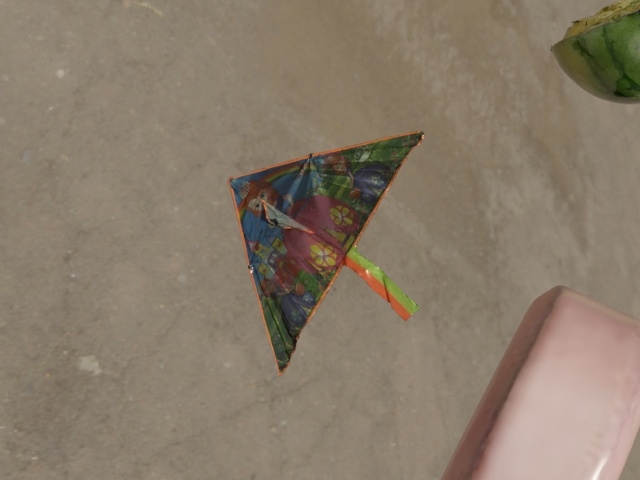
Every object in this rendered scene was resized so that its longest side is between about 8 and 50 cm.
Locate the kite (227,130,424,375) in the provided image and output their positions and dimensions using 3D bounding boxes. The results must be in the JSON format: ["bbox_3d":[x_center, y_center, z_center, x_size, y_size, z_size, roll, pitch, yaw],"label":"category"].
[{"bbox_3d":[0.000,0.000,0.510,0.190,0.159,0.010,-61,167,9],"label":"kite"}]

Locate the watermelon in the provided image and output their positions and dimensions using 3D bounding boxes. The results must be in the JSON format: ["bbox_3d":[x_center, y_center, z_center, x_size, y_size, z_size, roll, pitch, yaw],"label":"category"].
[{"bbox_3d":[0.187,-0.109,0.431,0.105,0.105,0.062,-31,104,-53],"label":"watermelon"}]

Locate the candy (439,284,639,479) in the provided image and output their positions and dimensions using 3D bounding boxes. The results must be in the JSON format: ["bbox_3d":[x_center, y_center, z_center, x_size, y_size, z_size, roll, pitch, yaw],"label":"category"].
[{"bbox_3d":[0.151,0.159,0.562,0.255,0.094,0.255,-55,163,-26],"label":"candy"}]
